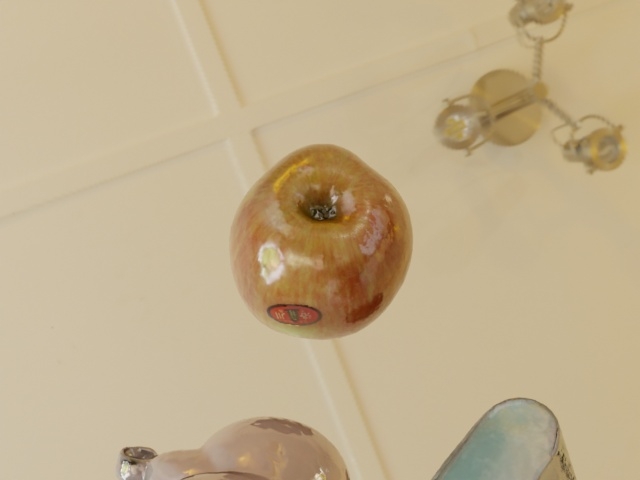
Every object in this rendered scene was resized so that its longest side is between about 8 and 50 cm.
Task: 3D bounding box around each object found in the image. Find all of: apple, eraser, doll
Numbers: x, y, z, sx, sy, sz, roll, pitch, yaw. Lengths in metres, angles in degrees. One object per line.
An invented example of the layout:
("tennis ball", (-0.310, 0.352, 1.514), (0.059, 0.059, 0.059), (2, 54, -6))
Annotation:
("apple", (0.000, 0.000, 0.826), (0.146, 0.131, 0.146), (-2, -121, 3))
("eraser", (0.166, 0.261, 0.933), (0.174, 0.081, 0.227), (-51, -40, -20))
("doll", (0.033, 0.194, 0.586), (0.365, 0.160, 0.094), (21, -67, 25))
